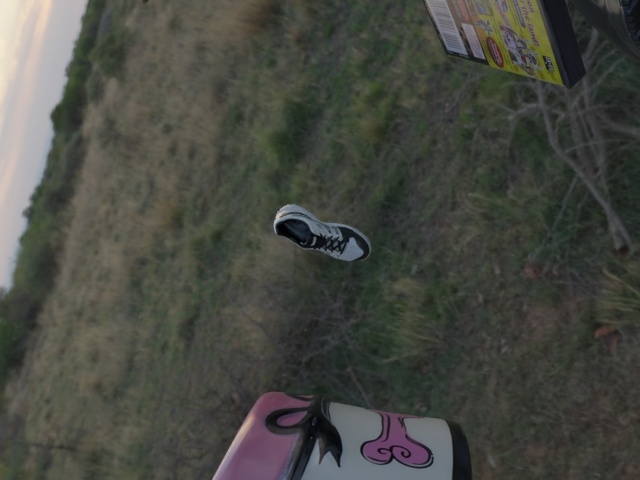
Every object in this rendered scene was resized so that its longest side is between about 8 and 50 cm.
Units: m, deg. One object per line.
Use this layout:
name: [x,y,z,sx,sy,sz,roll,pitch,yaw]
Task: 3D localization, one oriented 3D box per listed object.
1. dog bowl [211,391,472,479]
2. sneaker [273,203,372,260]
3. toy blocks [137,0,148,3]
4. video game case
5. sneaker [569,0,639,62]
dog bowl: [-0.042,0.294,0.490,0.408,0.150,0.408,23,-90,-86]
sneaker: [0.000,0.000,0.555,0.037,0.083,0.032,-58,-12,-66]
toy blocks: [-0.218,-0.422,0.685,0.309,0.260,0.289,-82,18,-67]
video game case: [0.199,-0.332,0.868,0.035,0.275,0.248,-41,37,-8]
sneaker: [0.176,-0.230,0.468,0.109,0.286,0.130,-52,36,1]
